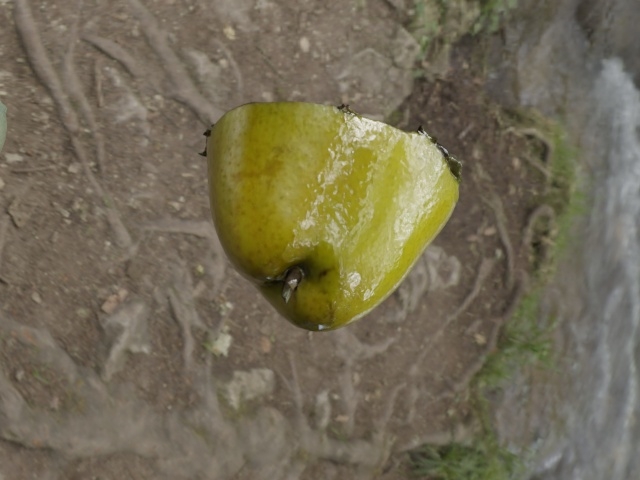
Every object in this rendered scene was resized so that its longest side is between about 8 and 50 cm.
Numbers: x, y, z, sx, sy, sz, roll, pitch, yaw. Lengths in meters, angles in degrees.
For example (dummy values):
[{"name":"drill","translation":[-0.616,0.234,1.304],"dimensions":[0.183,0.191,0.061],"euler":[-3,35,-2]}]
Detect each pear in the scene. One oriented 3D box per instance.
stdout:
[{"name":"pear","translation":[-0.003,0.000,0.778],"dimensions":[0.267,0.266,0.178],"euler":[29,60,-36]}]

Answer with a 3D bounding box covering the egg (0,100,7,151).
[{"name":"egg","translation":[-0.365,-0.099,0.753],"dimensions":[0.152,0.114,0.114],"euler":[-40,122,-46]}]
